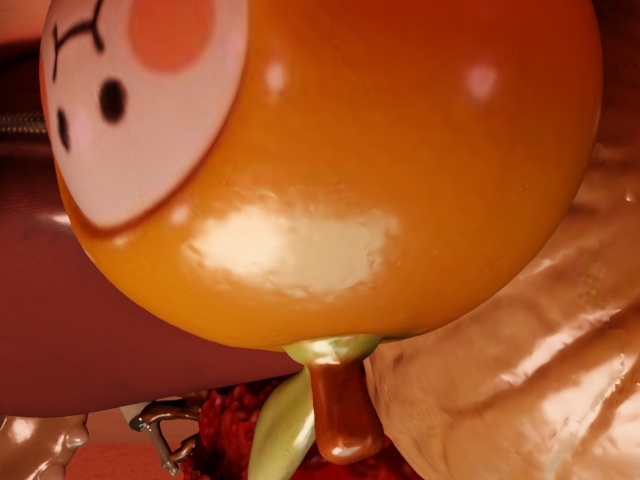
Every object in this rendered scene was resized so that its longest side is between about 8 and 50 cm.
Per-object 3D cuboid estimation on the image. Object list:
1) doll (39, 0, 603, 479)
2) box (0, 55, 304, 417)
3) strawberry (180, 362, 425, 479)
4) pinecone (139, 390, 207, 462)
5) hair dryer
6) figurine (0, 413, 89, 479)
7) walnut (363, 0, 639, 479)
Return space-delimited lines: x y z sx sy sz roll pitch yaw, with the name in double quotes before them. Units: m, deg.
"doll" 0.003 -0.023 0.700 0.213 0.236 0.213 -7 174 -1
"box" -0.153 0.009 1.074 0.263 0.108 0.404 27 153 -35
"strawberry" 0.036 0.128 1.126 0.220 0.274 0.274 38 -176 21
"pinecone" -0.056 0.083 1.429 0.179 0.195 0.150 -21 -151 -12
"hair dryer" -0.157 0.101 1.492 0.057 0.198 0.100 -35 160 12
"figurine" -0.289 0.148 1.720 0.173 0.177 0.247 16 163 5
"walnut" 0.156 0.015 0.885 0.252 0.277 0.313 30 171 -3
